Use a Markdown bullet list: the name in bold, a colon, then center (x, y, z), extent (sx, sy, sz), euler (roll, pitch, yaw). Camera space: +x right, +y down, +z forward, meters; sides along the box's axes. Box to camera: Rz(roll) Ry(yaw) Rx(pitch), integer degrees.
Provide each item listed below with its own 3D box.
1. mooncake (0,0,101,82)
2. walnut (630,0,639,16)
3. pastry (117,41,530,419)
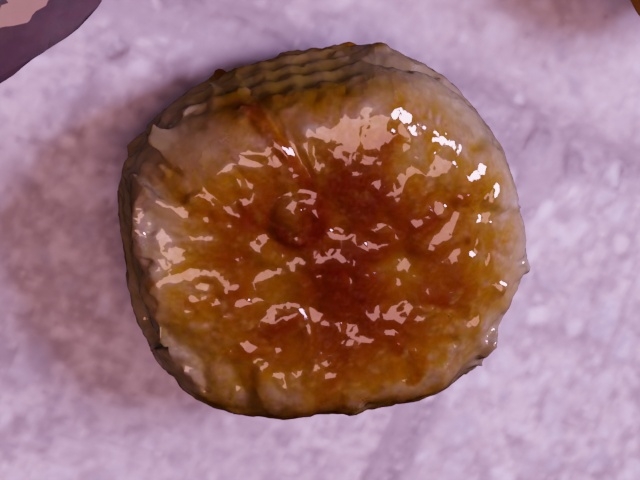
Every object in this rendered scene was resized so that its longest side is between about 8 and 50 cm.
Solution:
- **mooncake**: center (-0.184, -0.182, 0.760), extent (0.244, 0.133, 0.245), euler (-4, 110, -12)
- **walnut**: center (0.199, -0.178, 0.848), extent (0.144, 0.144, 0.180), euler (-17, 109, -7)
- **pastry**: center (0.000, 0.000, 0.890), extent (0.192, 0.093, 0.182), euler (-14, 113, -4)
